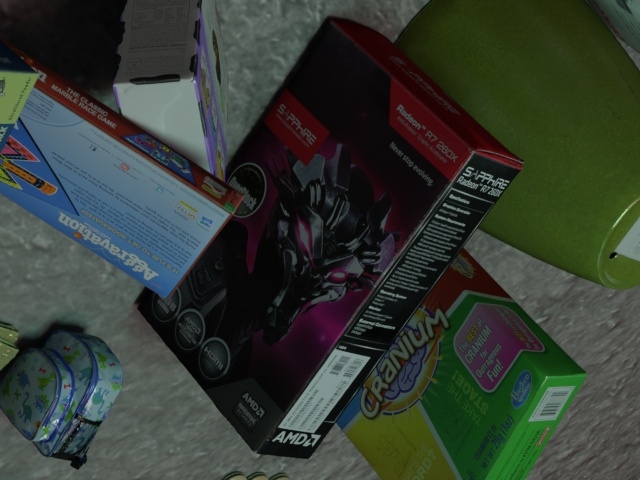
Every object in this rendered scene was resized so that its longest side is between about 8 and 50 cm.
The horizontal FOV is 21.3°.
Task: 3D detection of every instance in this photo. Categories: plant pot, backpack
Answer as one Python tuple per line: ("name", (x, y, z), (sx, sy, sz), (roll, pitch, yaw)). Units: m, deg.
("plant pot", (0.243, -0.092, 1.725), (0.274, 0.293, 0.275), (-23, 138, -23))
("backpack", (-0.255, 0.147, 1.679), (0.084, 0.105, 0.114), (24, 104, -50))

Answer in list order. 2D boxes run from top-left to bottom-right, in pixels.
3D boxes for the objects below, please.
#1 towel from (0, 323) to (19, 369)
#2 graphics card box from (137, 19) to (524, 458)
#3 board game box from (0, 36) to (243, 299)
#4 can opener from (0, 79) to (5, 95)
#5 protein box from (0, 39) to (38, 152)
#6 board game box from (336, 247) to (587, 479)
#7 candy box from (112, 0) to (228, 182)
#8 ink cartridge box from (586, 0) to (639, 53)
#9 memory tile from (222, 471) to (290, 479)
("towel", (-0.365, 0.126, 1.628), (0.148, 0.027, 0.110), (-47, 142, 5))
("graphics card box", (0.000, 0.000, 1.655), (0.094, 0.233, 0.371), (13, 117, -51))
("board game box", (-0.212, -0.068, 1.386), (0.145, 0.281, 0.027), (-49, -170, 47))
("can opener", (-0.262, -0.066, 1.172), (0.073, 0.059, 0.186), (16, 130, -5))
("protein box", (-0.357, -0.123, 1.227), (0.200, 0.201, 0.136), (-4, 130, -56))
("board game box", (0.114, 0.137, 1.813), (0.064, 0.316, 0.242), (2, 124, -41))
("candy box", (-0.123, -0.137, 1.448), (0.070, 0.196, 0.165), (-4, 136, 3))
("ink cartridge box", (0.389, -0.231, 1.737), (0.115, 0.273, 0.198), (-48, 142, 3))
("memory tile", (-0.106, 0.339, 2.061), (0.113, 0.012, 0.148), (11, 118, -45))
